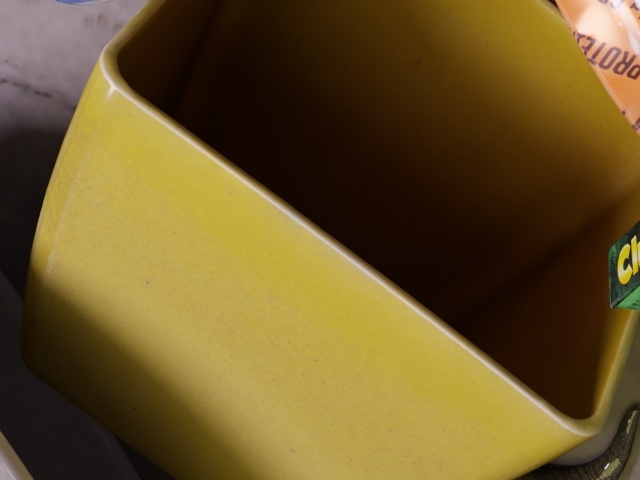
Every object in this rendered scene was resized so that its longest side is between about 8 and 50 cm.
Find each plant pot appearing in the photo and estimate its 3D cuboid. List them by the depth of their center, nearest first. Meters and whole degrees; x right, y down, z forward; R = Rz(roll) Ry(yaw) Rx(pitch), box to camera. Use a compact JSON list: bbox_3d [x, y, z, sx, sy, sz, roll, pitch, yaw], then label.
[{"bbox_3d":[0.000,0.000,0.724,0.212,0.212,0.187,36,131,-4],"label":"plant pot"}]

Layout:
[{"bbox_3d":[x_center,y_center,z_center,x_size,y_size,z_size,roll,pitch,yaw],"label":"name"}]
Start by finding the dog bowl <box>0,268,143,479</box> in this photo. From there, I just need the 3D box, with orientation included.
[{"bbox_3d":[-0.154,0.095,0.737,0.102,0.349,0.349,-33,105,-3],"label":"dog bowl"}]

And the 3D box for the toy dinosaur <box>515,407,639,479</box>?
[{"bbox_3d":[0.014,0.173,0.838,0.313,0.121,0.160,-51,62,15],"label":"toy dinosaur"}]

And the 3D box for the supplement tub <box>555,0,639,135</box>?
[{"bbox_3d":[0.236,-0.149,0.587,0.316,0.193,0.193,-32,104,24],"label":"supplement tub"}]

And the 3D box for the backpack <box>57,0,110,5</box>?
[{"bbox_3d":[-0.071,-0.202,0.601,0.276,0.263,0.213,-30,105,24],"label":"backpack"}]

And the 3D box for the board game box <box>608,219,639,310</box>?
[{"bbox_3d":[0.246,0.005,0.611,0.259,0.030,0.136,8,158,-13],"label":"board game box"}]
